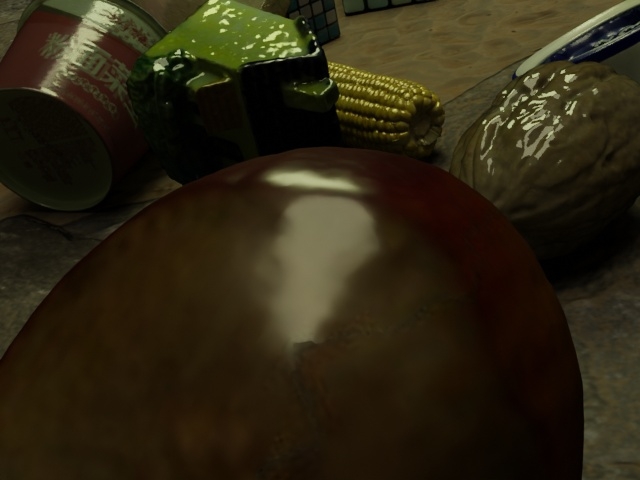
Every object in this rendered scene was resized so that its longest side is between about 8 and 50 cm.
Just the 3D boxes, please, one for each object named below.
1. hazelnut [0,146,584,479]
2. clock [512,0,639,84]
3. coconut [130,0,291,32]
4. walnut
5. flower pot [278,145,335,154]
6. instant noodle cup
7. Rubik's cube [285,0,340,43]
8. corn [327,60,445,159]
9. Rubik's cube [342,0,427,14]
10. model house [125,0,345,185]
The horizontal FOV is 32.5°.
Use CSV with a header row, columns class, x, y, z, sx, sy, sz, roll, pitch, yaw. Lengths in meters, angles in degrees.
class,x,y,z,sx,sy,sz,roll,pitch,yaw
hazelnut,-0.018,0.120,0.627,0.366,0.365,0.365,-9,30,5
clock,0.329,-0.202,1.203,0.230,0.083,0.230,-31,11,7
coconut,-0.166,-0.330,1.502,0.234,0.224,0.224,29,34,-6
walnut,0.209,-0.069,1.020,0.178,0.178,0.230,16,44,39
flower pot,0.000,0.000,1.052,0.179,0.084,0.251,-28,33,-25
instant noodle cup,-0.290,-0.157,1.303,0.235,0.234,0.178,0,42,20
Rubik's cube,-0.039,-0.337,1.632,0.092,0.092,0.092,-32,35,-29
corn,0.042,-0.156,1.297,0.093,0.093,0.244,-30,32,-29
Rubik's cube,0.098,-0.462,1.735,0.154,0.155,0.151,-9,32,6
model house,-0.065,-0.130,1.194,0.211,0.193,0.170,21,52,34
